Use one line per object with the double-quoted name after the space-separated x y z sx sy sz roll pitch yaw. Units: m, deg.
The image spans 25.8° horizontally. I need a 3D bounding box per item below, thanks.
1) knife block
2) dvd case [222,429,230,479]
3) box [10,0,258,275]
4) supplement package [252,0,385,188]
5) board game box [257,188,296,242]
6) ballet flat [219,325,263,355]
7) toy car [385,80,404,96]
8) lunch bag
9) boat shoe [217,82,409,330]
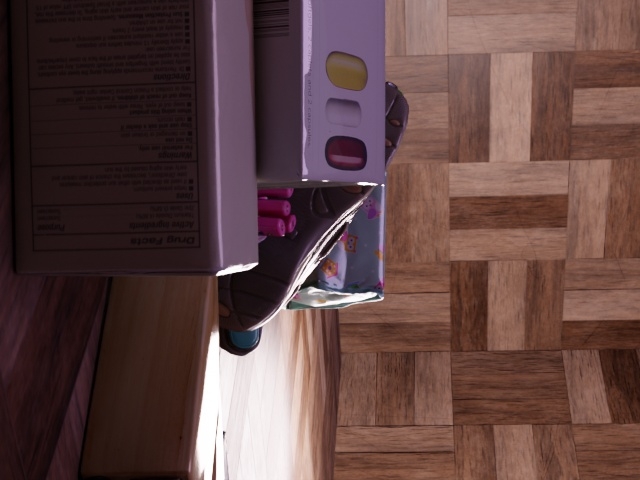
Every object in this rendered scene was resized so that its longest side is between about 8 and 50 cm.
-0.137 0.162 1.105 0.242 0.088 0.276 -60 149 -83 "knife block"
-0.129 0.314 1.294 0.253 0.022 0.180 -56 145 -63 "dvd case"
-0.124 -0.132 0.948 0.121 0.148 0.311 -6 97 -80 "box"
-0.067 -0.171 1.088 0.145 0.204 0.262 -1 91 -63 "supplement package"
-0.105 -0.159 1.388 0.390 0.050 0.390 -37 126 -72 "board game box"
-0.110 0.038 1.751 0.068 0.072 0.213 177 -87 -67 "ballet flat"
0.019 -0.234 2.098 0.239 0.225 0.053 -63 -150 25 "toy car"
0.000 0.000 2.328 0.262 0.160 0.224 159 -65 -64 "lunch bag"
-0.025 -0.044 1.684 0.355 0.132 0.130 -51 174 -8 "boat shoe"
